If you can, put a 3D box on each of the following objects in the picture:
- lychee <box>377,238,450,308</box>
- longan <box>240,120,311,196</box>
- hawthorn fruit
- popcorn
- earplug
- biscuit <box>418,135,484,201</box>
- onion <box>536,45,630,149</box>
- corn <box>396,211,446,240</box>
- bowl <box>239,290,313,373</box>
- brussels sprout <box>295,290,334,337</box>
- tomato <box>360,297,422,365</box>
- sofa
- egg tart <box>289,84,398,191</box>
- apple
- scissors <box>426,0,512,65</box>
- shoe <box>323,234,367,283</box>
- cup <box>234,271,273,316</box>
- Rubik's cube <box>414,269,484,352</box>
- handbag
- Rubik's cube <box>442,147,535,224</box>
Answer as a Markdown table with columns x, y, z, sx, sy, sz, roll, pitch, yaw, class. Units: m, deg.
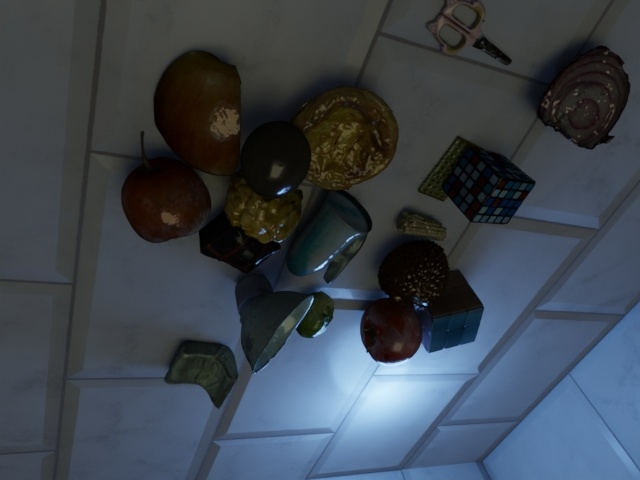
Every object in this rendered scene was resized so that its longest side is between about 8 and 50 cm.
| x | y | z | sx | sy | sz | roll | pitch | yaw | class |
| --- | --- | --- | --- | --- | --- | --- | --- | --- | --- |
| 0.348 | 0.118 | 1.896 | 0.268 | 0.267 | 0.267 | -10 | 133 | -11 | lychee |
| -0.114 | -0.213 | 1.343 | 0.198 | 0.212 | 0.198 | 2 | 113 | 4 | longan |
| -0.431 | -0.117 | 1.429 | 0.235 | 0.262 | 0.231 | -31 | 173 | 24 | hawthorn fruit |
| -0.162 | -0.101 | 1.504 | 0.250 | 0.250 | 0.190 | 25 | 135 | -35 | popcorn |
| 0.000 | 0.000 | 1.725 | 0.185 | 0.185 | 0.324 | 21 | 129 | -33 | earplug |
| 0.441 | -0.237 | 1.762 | 0.139 | 0.016 | 0.231 | 16 | 124 | -32 | biscuit |
| 0.815 | -0.452 | 1.629 | 0.314 | 0.146 | 0.280 | 24 | 106 | -24 | onion |
| 0.368 | -0.052 | 1.859 | 0.211 | 0.087 | 0.087 | 9 | 127 | -31 | corn |
| -0.170 | 0.260 | 1.672 | 0.146 | 0.313 | 0.313 | 35 | 122 | 10 | bowl |
| -0.028 | 0.279 | 1.958 | 0.180 | 0.144 | 0.161 | -52 | 171 | -22 | brussels sprout |
| 0.286 | 0.361 | 2.069 | 0.227 | 0.270 | 0.270 | -4 | 132 | -25 | tomato |
| -0.458 | 0.516 | 1.997 | 0.226 | 0.176 | 0.210 | 15 | 124 | -30 | sofa |
| 0.055 | -0.300 | 1.488 | 0.341 | 0.129 | 0.341 | -9 | 134 | -10 | egg tart |
| -0.299 | -0.305 | 1.357 | 0.179 | 0.254 | 0.346 | -43 | 152 | -43 | apple |
| 0.438 | -0.567 | 1.457 | 0.318 | 0.024 | 0.160 | 17 | 122 | -32 | scissors |
| 0.072 | 0.038 | 1.828 | 0.100 | 0.103 | 0.251 | 34 | 106 | 0 | shoe |
| -0.218 | 0.194 | 1.820 | 0.134 | 0.142 | 0.173 | -41 | 131 | 17 | cup |
| 0.498 | 0.289 | 2.110 | 0.225 | 0.221 | 0.231 | -12 | 133 | -11 | Rubik's cube |
| -0.257 | 0.003 | 1.626 | 0.169 | 0.155 | 0.215 | -35 | 134 | 24 | handbag |
| 0.554 | -0.179 | 1.724 | 0.182 | 0.187 | 0.184 | 3 | 128 | -32 | Rubik's cube |
